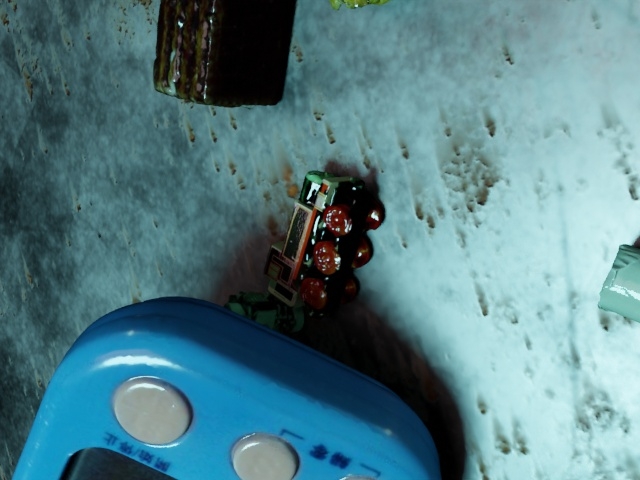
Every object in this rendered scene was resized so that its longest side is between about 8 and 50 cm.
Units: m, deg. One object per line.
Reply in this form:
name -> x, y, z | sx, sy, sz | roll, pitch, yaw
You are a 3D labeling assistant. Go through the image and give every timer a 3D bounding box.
timer -> -0.084, 0.213, 0.644 | 0.340, 0.115, 0.309 | 26, 117, -7

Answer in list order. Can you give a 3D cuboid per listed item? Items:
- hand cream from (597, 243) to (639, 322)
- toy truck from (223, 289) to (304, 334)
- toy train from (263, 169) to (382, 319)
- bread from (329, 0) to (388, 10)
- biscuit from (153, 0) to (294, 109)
hand cream -> 0.282, 0.059, 0.462 | 0.204, 0.050, 0.078 | 23, 111, 28
toy truck -> -0.079, 0.118, 0.730 | 0.078, 0.080, 0.154 | 38, 121, 50
toy train -> 0.000, 0.000, 0.662 | 0.087, 0.050, 0.138 | 32, 116, 32
bread -> 0.023, -0.258, 0.585 | 0.128, 0.069, 0.140 | 24, 115, 33
biscuit -> -0.066, -0.307, 0.619 | 0.073, 0.107, 0.389 | 19, 109, 33
